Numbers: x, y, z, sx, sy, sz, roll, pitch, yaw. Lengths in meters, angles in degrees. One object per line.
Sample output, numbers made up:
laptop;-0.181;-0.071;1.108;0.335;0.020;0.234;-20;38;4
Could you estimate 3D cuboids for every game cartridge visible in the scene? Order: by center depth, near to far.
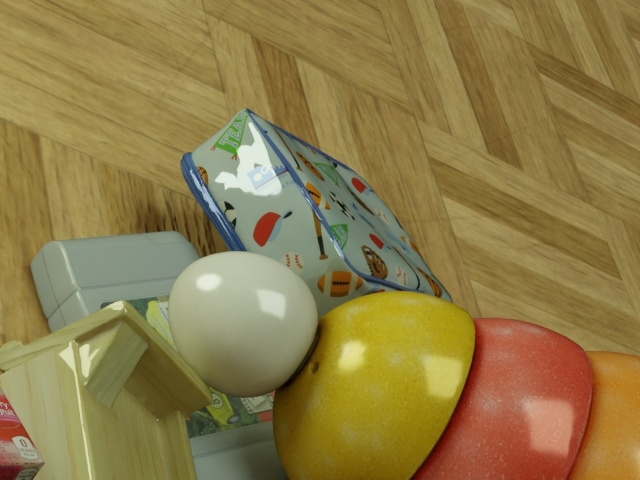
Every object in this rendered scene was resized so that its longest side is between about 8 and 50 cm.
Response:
game cartridge;-0.124;0.118;1.611;0.196;0.060;0.294;-10;61;-52

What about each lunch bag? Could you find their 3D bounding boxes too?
lunch bag;0.000;0.000;1.802;0.243;0.115;0.303;54;12;26

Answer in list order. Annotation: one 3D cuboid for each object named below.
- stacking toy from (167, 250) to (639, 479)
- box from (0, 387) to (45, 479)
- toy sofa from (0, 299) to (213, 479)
stacking toy;0.080;0.156;1.567;0.480;0.350;0.350;33;31;-12
box;-0.329;0.139;1.222;0.257;0.122;0.128;9;36;-48
toy sofa;-0.157;0.241;1.349;0.150;0.177;0.362;50;17;-47
